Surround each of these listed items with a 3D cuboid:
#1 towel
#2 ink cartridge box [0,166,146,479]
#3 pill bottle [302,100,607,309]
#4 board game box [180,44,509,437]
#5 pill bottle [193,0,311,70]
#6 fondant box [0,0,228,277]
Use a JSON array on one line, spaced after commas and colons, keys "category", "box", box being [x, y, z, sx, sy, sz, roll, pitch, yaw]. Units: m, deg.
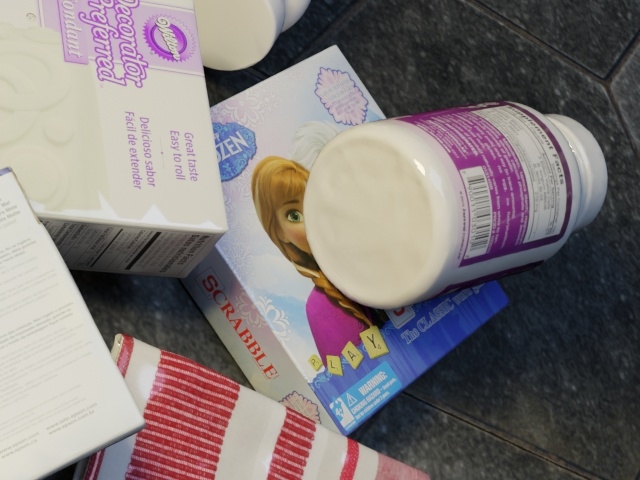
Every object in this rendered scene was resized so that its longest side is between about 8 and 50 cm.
[{"category": "towel", "box": [-0.055, 0.241, 1.480, 0.329, 0.037, 0.237, 29, 59, -28]}, {"category": "ink cartridge box", "box": [-0.275, 0.089, 1.329, 0.223, 0.045, 0.224, -25, 84, -21]}, {"category": "pill bottle", "box": [0.137, -0.042, 1.696, 0.301, 0.169, 0.169, -13, 73, -49]}, {"category": "board game box", "box": [0.000, 0.000, 1.715, 0.318, 0.066, 0.319, 55, 40, 0]}, {"category": "pill bottle", "box": [-0.064, -0.292, 1.786, 0.153, 0.153, 0.264, 41, 42, -17]}, {"category": "fondant box", "box": [-0.254, -0.104, 1.468, 0.330, 0.096, 0.238, 6, 60, -29]}]
